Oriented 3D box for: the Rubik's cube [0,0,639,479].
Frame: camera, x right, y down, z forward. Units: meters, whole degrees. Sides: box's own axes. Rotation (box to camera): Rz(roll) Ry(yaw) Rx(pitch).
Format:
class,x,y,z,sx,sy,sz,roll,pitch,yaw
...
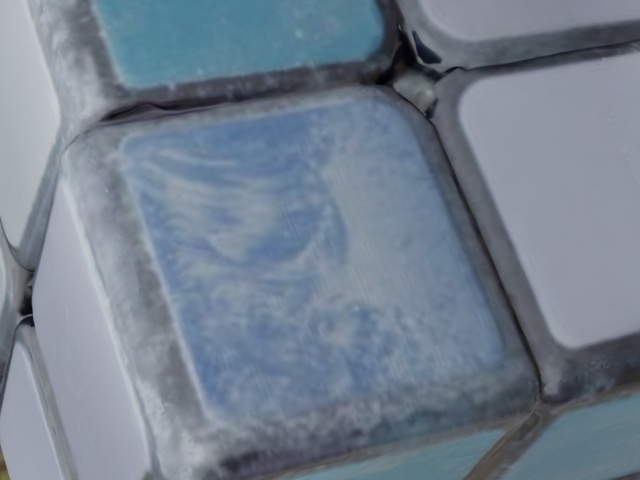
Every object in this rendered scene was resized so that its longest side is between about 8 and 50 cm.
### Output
class,x,y,z,sx,sy,sz,roll,pitch,yaw
Rubik's cube,0.000,0.000,0.829,0.316,0.318,0.313,117,136,-58
